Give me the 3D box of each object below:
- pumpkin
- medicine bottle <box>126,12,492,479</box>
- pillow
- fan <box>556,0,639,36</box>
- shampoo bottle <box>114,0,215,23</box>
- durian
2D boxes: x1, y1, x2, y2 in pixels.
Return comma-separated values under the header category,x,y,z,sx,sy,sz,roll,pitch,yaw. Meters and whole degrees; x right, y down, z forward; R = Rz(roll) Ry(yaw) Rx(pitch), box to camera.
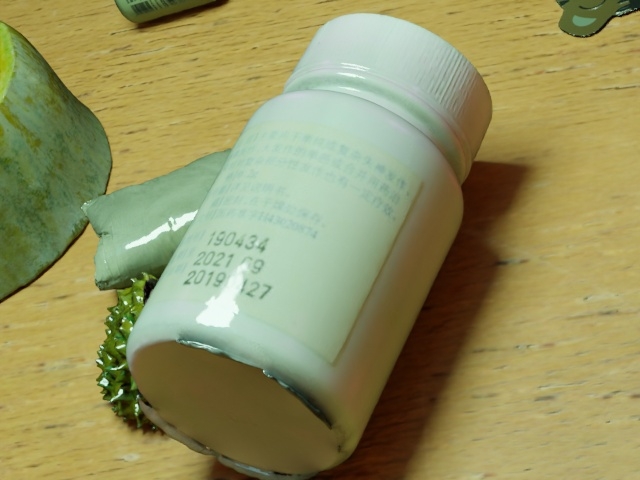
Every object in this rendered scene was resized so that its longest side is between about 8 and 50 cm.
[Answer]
category,x,y,z,sx,sy,sz,roll,pitch,yaw
pumpkin,-0.411,-0.087,2.046,0.332,0.199,0.332,-17,47,19
medicine bottle,0.000,0.000,1.694,0.213,0.213,0.379,5,53,35
pillow,-0.138,-0.018,1.889,0.181,0.078,0.134,-22,27,4
fan,0.290,-0.295,1.949,0.152,0.008,0.227,-23,43,12
shampoo bottle,-0.149,-0.297,2.167,0.162,0.079,0.079,-14,45,20
durian,-0.168,0.089,1.789,0.119,0.108,0.187,-24,42,9
